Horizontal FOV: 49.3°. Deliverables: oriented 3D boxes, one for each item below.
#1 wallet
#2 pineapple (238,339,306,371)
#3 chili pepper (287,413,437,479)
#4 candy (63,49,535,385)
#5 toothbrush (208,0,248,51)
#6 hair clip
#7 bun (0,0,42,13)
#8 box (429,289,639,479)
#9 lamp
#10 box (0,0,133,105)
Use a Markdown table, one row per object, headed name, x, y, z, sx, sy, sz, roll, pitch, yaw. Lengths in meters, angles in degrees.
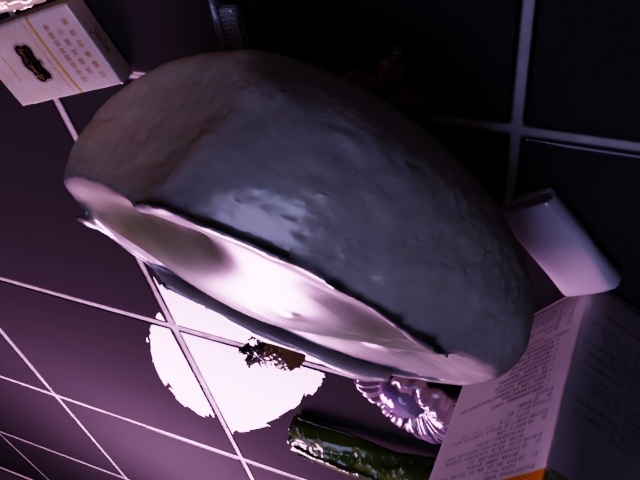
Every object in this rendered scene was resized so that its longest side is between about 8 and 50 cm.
| name | x | y | z | sx | sy | sz | roll | pitch | yaw |
| --- | --- | --- | --- | --- | --- | --- | --- | --- | --- |
| wallet | 0.217 | 0.005 | 0.634 | 0.122 | 0.025 | 0.061 | 44 | 140 | -23 |
| pineapple | -0.077 | 0.162 | 0.995 | 0.124 | 0.058 | 0.058 | -15 | 128 | 44 |
| chili pepper | 0.114 | 0.363 | 1.123 | 0.359 | 0.076 | 0.085 | 12 | 117 | 20 |
| candy | 0.000 | 0.000 | 0.624 | 0.427 | 0.186 | 0.386 | 37 | 156 | -23 |
| toothbrush | -0.095 | -0.259 | 0.501 | 0.024 | 0.021 | 0.288 | 2 | 140 | 14 |
| hair clip | 0.171 | 0.214 | 0.891 | 0.300 | 0.069 | 0.173 | 4 | 139 | 29 |
| bun | -0.277 | -0.271 | 0.467 | 0.287 | 0.146 | 0.287 | -4 | 167 | -1 |
| box | 0.203 | 0.209 | 0.663 | 0.106 | 0.299 | 0.200 | 34 | 144 | -5 |
| lamp | 0.063 | -0.118 | 0.574 | 0.063 | 0.031 | 0.083 | -13 | 132 | 44 |
| box | -0.275 | -0.187 | 0.703 | 0.166 | 0.024 | 0.090 | -2 | 136 | 34 |
